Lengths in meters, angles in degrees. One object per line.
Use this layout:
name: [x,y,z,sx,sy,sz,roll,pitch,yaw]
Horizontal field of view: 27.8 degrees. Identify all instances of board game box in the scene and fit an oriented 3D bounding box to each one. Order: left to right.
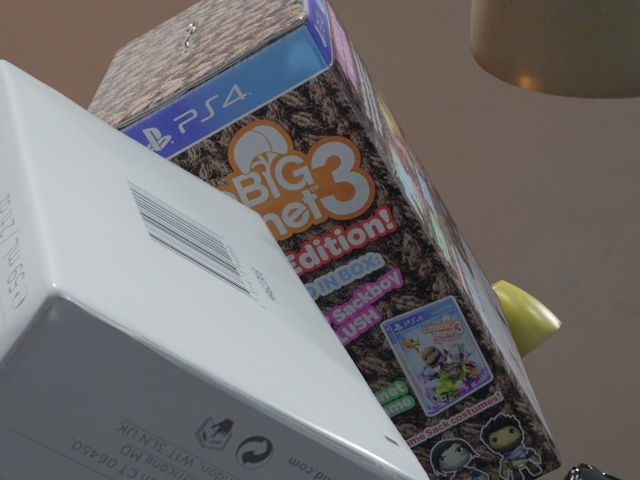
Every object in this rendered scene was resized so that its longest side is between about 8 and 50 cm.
board game box: [0.000,0.000,0.777,0.141,0.232,0.291,-28,-71,9]

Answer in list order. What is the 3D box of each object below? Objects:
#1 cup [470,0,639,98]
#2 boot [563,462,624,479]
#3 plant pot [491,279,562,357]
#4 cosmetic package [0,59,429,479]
cup: [0.295,-0.310,1.231,0.331,0.331,0.237,-14,-60,-5]
boot: [0.363,0.325,1.410,0.207,0.246,0.094,18,-88,2]
plant pot: [0.246,0.112,1.761,0.134,0.134,0.095,-35,-92,13]
cosmetic package: [-0.112,0.087,0.452,0.138,0.224,0.225,31,-80,-26]
